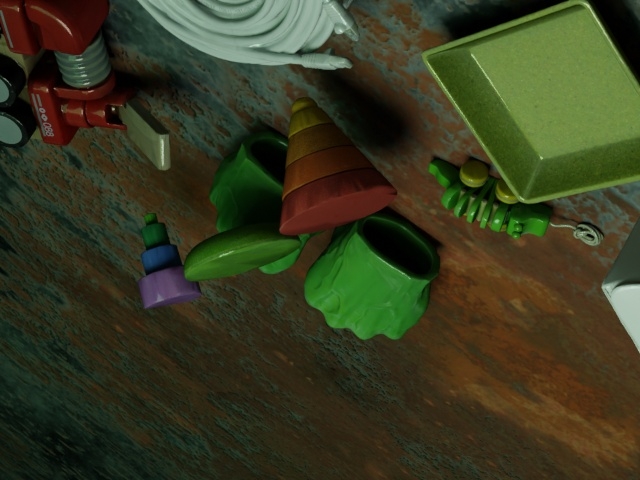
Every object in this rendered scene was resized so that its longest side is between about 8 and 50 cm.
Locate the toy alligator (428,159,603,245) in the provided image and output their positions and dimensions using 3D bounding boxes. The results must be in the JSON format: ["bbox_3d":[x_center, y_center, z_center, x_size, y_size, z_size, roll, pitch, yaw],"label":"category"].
[{"bbox_3d":[0.186,-0.026,1.352,0.190,0.051,0.056,26,144,13],"label":"toy alligator"}]

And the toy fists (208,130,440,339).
[{"bbox_3d":[0.000,0.000,1.500,0.279,0.096,0.142,35,132,2],"label":"toy fists"}]

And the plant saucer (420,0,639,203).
[{"bbox_3d":[0.215,-0.130,1.217,0.188,0.045,0.188,-12,123,47],"label":"plant saucer"}]

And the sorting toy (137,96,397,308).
[{"bbox_3d":[-0.081,-0.040,1.410,0.365,0.127,0.126,-27,76,43],"label":"sorting toy"}]

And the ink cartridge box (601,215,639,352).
[{"bbox_3d":[0.372,-0.030,0.980,0.226,0.306,0.131,-9,125,45],"label":"ink cartridge box"}]

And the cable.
[{"bbox_3d":[-0.082,-0.280,1.253,0.257,0.089,0.257,6,134,36],"label":"cable"}]

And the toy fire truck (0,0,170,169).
[{"bbox_3d":[-0.259,-0.184,1.471,0.246,0.158,0.217,9,137,15],"label":"toy fire truck"}]
